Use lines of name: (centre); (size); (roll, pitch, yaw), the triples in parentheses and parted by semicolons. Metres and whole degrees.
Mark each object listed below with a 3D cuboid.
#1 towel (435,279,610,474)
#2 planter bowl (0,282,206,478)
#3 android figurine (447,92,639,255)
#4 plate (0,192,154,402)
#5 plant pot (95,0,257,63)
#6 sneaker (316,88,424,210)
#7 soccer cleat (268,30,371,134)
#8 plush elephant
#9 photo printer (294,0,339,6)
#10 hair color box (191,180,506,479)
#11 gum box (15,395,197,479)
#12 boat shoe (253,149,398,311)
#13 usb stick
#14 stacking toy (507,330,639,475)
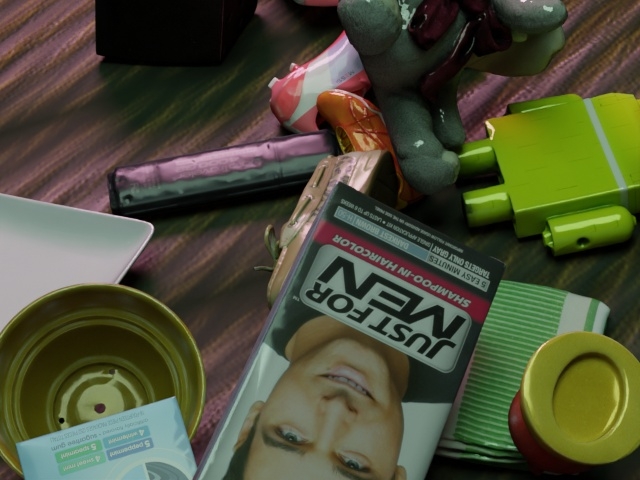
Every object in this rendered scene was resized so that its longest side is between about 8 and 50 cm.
towel: (0.120, 0.126, 1.616); (0.325, 0.038, 0.248); (5, 44, 16)
planter bowl: (-0.222, 0.158, 1.571); (0.217, 0.090, 0.217); (1, 69, -3)
android figurine: (0.287, -0.085, 1.794); (0.273, 0.056, 0.248); (-12, 43, -1)
plate: (-0.356, 0.062, 1.749); (0.277, 0.045, 0.278); (10, 47, 20)
plant pot: (-0.176, -0.338, 2.051); (0.167, 0.188, 0.187); (19, 48, 11)
sneaker: (0.052, -0.109, 1.821); (0.067, 0.064, 0.175); (-34, 68, -28)
soccer cleat: (0.045, -0.218, 1.943); (0.248, 0.083, 0.095); (-41, 73, -15)
plush elephant: (0.163, -0.254, 1.766); (0.255, 0.271, 0.330); (-20, 32, 6)
photo printer: (0.031, -0.432, 2.142); (0.256, 0.107, 0.307); (-15, 46, -19)
hair color box: (0.017, 0.150, 1.454); (0.185, 0.113, 0.374); (26, 60, -3)
gum box: (-0.183, 0.255, 1.467); (0.157, 0.041, 0.184); (-16, 71, -8)
boat shoe: (0.000, 0.000, 1.688); (0.089, 0.104, 0.285); (4, 34, 23)
usb stick: (-0.110, -0.077, 1.857); (0.278, 0.045, 0.077); (-10, 50, -2)
stacking toy: (0.256, 0.270, 1.396); (0.280, 0.130, 0.309); (26, 66, -2)
